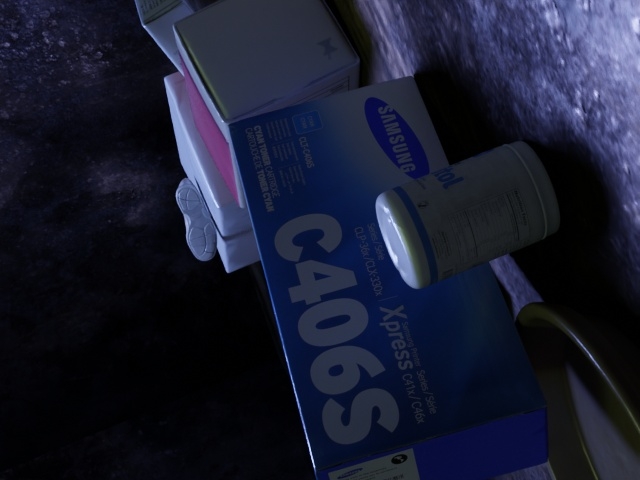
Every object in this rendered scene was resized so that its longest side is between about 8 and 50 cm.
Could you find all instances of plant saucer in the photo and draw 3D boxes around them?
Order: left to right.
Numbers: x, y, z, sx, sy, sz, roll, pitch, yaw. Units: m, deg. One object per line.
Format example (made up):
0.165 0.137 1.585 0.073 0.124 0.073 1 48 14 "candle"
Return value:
0.207 0.164 0.877 0.278 0.041 0.278 158 90 -82 "plant saucer"

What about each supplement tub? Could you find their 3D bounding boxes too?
0.097 -0.017 0.880 0.071 0.107 0.071 158 90 -82 "supplement tub"

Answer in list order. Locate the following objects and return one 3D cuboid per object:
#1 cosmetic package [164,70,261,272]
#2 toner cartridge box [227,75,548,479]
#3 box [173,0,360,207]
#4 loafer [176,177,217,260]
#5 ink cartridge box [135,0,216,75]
-0.116 -0.111 1.964 0.385 0.156 0.217 97 150 -77 "cosmetic package"
0.041 0.029 1.005 0.075 0.165 0.348 79 175 -49 "toner cartridge box"
-0.053 -0.153 1.370 0.127 0.148 0.232 61 170 18 "box"
-0.176 -0.032 1.891 0.039 0.045 0.125 -98 -6 -61 "loafer"
-0.147 -0.261 1.609 0.239 0.060 0.275 52 -169 -40 "ink cartridge box"
